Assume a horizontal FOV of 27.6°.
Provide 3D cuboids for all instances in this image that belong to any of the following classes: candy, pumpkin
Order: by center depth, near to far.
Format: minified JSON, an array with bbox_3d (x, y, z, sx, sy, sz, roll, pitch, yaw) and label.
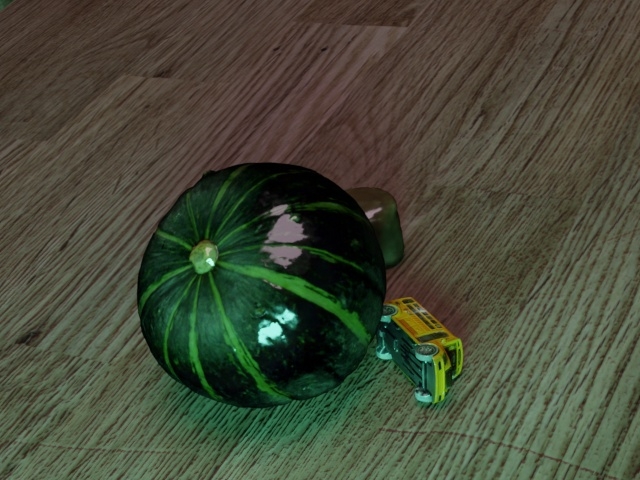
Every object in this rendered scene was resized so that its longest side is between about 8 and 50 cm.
[{"bbox_3d":[-0.076,0.055,1.623,0.323,0.241,0.323,-13,60,23],"label":"pumpkin"},{"bbox_3d":[0.000,0.000,1.838,0.234,0.104,0.102,-17,39,-6],"label":"candy"}]

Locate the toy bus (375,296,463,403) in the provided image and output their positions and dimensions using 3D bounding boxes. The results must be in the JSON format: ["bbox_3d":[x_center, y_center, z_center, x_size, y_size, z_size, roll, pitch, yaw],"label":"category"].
[{"bbox_3d":[0.125,0.134,1.629,0.074,0.070,0.162,-14,30,-21],"label":"toy bus"}]
